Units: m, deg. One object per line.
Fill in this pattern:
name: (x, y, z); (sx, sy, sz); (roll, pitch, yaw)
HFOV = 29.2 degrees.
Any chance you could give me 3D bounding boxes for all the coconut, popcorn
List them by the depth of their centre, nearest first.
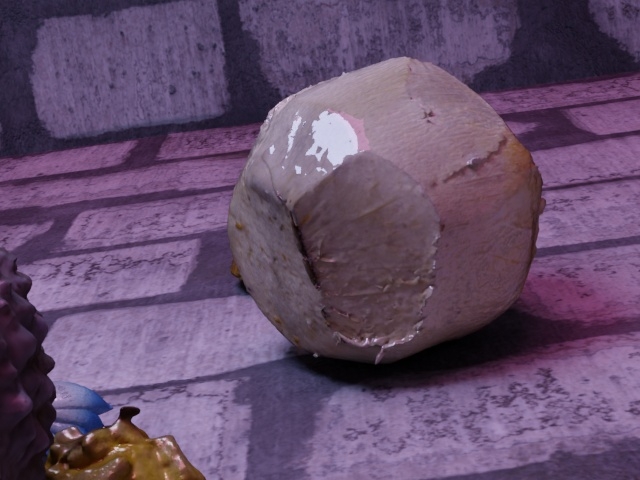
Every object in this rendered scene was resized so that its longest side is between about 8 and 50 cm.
popcorn: (-0.179, 0.222, 1.067); (0.167, 0.152, 0.148); (-4, -11, 17)
coconut: (0.090, -0.039, 1.459); (0.360, 0.346, 0.346); (-26, 23, -28)

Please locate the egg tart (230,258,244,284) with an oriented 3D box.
egg tart: (0.000, 0.000, 1.784); (0.288, 0.118, 0.288); (-5, 20, 2)

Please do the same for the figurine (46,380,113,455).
figurine: (-0.276, 0.191, 1.327); (0.114, 0.079, 0.114); (6, 27, -3)

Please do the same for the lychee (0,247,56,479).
lychee: (-0.387, 0.164, 0.939); (0.432, 0.380, 0.380); (-55, 30, -8)
